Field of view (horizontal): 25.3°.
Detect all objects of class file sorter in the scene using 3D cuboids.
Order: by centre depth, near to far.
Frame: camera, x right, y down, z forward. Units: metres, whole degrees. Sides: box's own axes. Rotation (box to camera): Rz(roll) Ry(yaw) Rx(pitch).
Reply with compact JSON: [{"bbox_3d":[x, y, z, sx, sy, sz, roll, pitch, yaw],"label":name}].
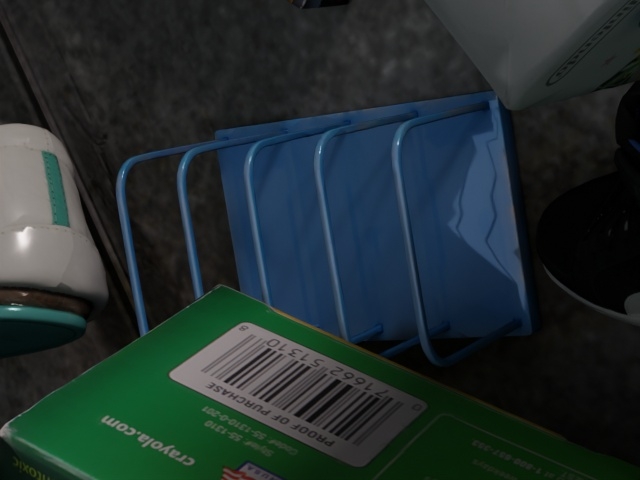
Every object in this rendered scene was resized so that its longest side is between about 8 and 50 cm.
[{"bbox_3d":[0.000,0.000,0.686,0.170,0.104,0.118,-5,97,35],"label":"file sorter"}]

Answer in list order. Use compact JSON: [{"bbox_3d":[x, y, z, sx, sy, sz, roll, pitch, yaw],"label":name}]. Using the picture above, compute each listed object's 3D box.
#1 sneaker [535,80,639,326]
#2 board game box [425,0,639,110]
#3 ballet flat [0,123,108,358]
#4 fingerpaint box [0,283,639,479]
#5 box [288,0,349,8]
[{"bbox_3d":[0.136,-0.023,0.545,0.217,0.121,0.079,9,65,59],"label":"sneaker"},{"bbox_3d":[0.168,-0.157,0.417,0.224,0.303,0.097,-44,76,33],"label":"board game box"},{"bbox_3d":[-0.267,0.030,0.864,0.400,0.139,0.139,-20,89,41],"label":"ballet flat"},{"bbox_3d":[0.076,0.279,0.583,0.445,0.163,0.371,23,122,24],"label":"fingerpaint box"},{"bbox_3d":[-0.056,-0.240,0.706,0.233,0.044,0.159,36,118,22],"label":"box"}]
